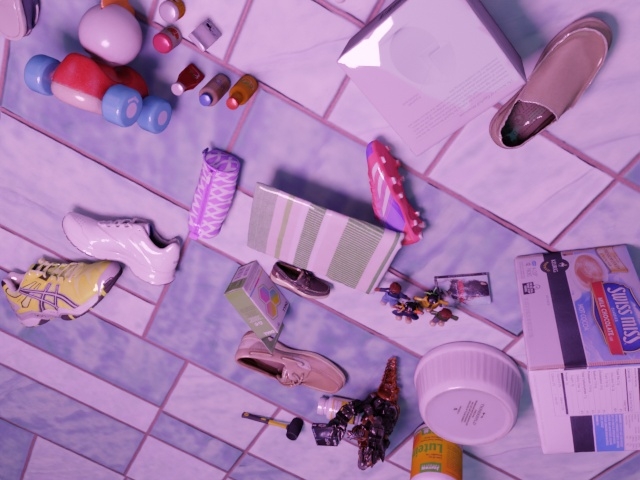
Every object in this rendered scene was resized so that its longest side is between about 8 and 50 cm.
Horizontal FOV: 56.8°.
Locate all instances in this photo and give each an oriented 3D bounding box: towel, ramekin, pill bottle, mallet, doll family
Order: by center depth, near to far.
[{"bbox_3d":[0.000,0.000,1.302,0.324,0.038,0.248,21,146,1],"label":"towel"},{"bbox_3d":[0.217,0.145,1.348,0.193,0.076,0.111,4,160,0],"label":"doll family"},{"bbox_3d":[0.365,0.390,1.470,0.272,0.127,0.273,7,125,10],"label":"ramekin"},{"bbox_3d":[0.308,0.622,1.573,0.136,0.246,0.136,7,126,9],"label":"pill bottle"},{"bbox_3d":[0.052,0.469,1.642,0.116,0.065,0.065,10,126,8],"label":"pill bottle"},{"bbox_3d":[-0.141,0.535,1.761,0.189,0.062,0.039,14,127,22],"label":"mallet"}]

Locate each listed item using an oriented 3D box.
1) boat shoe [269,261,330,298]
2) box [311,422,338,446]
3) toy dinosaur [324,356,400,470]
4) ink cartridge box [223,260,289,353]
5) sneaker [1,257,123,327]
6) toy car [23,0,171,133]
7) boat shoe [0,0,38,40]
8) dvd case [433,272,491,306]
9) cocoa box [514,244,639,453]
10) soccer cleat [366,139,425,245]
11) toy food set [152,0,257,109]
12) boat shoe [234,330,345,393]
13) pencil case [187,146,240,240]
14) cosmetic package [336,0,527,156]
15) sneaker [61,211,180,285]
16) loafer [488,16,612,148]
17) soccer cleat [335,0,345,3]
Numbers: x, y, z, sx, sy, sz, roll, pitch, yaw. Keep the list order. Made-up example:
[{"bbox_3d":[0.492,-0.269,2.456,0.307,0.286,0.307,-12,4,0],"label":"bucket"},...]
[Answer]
[{"bbox_3d":[-0.047,0.094,1.410,0.152,0.056,0.049,17,132,2],"label":"boat shoe"},{"bbox_3d":[0.014,0.576,1.756,0.067,0.018,0.083,-3,123,16],"label":"box"},{"bbox_3d":[0.137,0.461,1.556,0.164,0.218,0.322,-2,95,33],"label":"toy dinosaur"},{"bbox_3d":[-0.138,0.164,1.448,0.062,0.109,0.209,-21,117,27],"label":"ink cartridge box"},{"bbox_3d":[-0.682,0.119,1.533,0.384,0.145,0.147,-19,118,23],"label":"sneaker"},{"bbox_3d":[-0.395,-0.357,1.133,0.219,0.210,0.238,23,99,14],"label":"toy car"},{"bbox_3d":[-0.573,-0.506,1.105,0.095,0.079,0.255,12,129,3],"label":"boat shoe"},{"bbox_3d":[0.326,0.114,1.357,0.119,0.013,0.087,-5,123,19],"label":"dvd case"},{"bbox_3d":[0.523,0.204,1.162,0.227,0.347,0.231,-9,121,19],"label":"cocoa box"},{"bbox_3d":[0.136,-0.089,1.223,0.095,0.083,0.248,-14,123,28],"label":"soccer cleat"},{"bbox_3d":[-0.238,-0.337,1.123,0.111,0.104,0.232,-30,113,30],"label":"toy food set"},{"bbox_3d":[-0.081,0.344,1.566,0.302,0.098,0.109,25,127,-4],"label":"boat shoe"},{"bbox_3d":[-0.237,-0.099,1.302,0.086,0.088,0.206,22,128,1],"label":"pencil case"},{"bbox_3d":[0.191,-0.309,1.015,0.224,0.138,0.225,-33,110,30],"label":"cosmetic package"},{"bbox_3d":[-0.473,-0.006,1.434,0.297,0.111,0.129,24,111,-8],"label":"sneaker"},{"bbox_3d":[0.400,-0.255,1.029,0.102,0.092,0.268,29,126,-7],"label":"loafer"},{"bbox_3d":[0.059,-0.488,0.970,0.076,0.068,0.196,11,123,3],"label":"soccer cleat"}]
